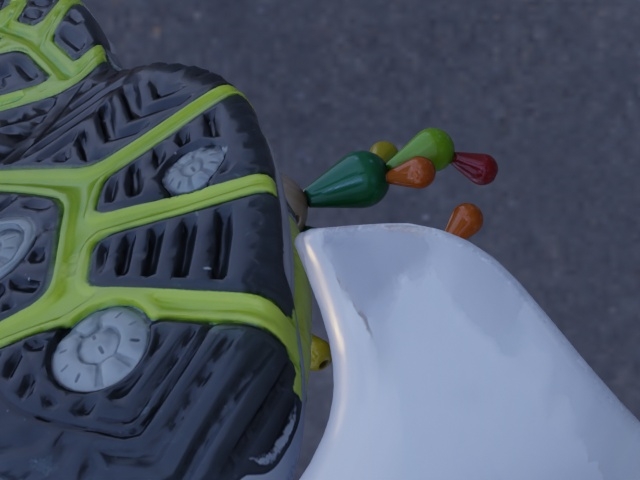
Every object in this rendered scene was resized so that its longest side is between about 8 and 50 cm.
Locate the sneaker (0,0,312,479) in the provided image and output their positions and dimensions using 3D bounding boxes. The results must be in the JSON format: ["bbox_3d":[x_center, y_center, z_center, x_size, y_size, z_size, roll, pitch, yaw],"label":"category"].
[{"bbox_3d":[-0.075,0.017,0.702,0.147,0.145,0.384,62,177,-29],"label":"sneaker"}]

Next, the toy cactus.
[{"bbox_3d":[0.000,0.000,1.193,0.219,0.180,0.112,-55,10,-2],"label":"toy cactus"}]

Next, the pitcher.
[{"bbox_3d":[0.030,0.125,0.371,0.207,0.178,0.125,-65,12,-12],"label":"pitcher"}]
